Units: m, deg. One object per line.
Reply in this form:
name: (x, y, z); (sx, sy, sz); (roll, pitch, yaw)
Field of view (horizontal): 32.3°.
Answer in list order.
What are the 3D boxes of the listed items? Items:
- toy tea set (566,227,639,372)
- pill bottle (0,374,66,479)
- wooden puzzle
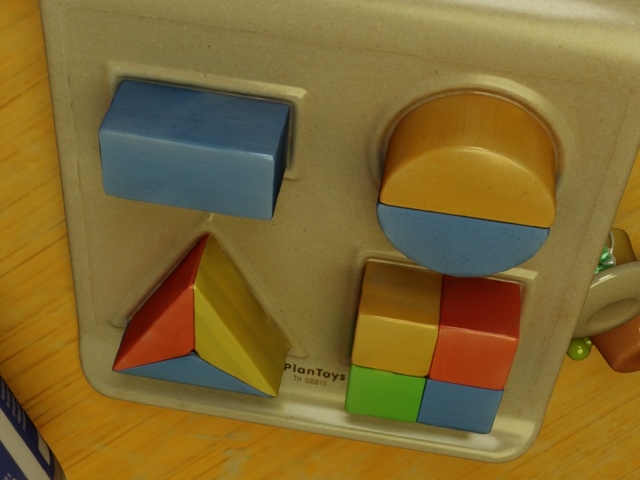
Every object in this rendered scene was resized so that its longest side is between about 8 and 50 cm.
toy tea set: (0.221, 0.009, 0.795); (0.336, 0.124, 0.200); (-15, 150, -10)
pill bottle: (-0.277, 0.099, 0.669); (0.153, 0.153, 0.264); (-23, 120, -1)
wooden puzzle: (0.000, 0.000, 0.637); (0.322, 0.080, 0.347); (9, 130, 4)
